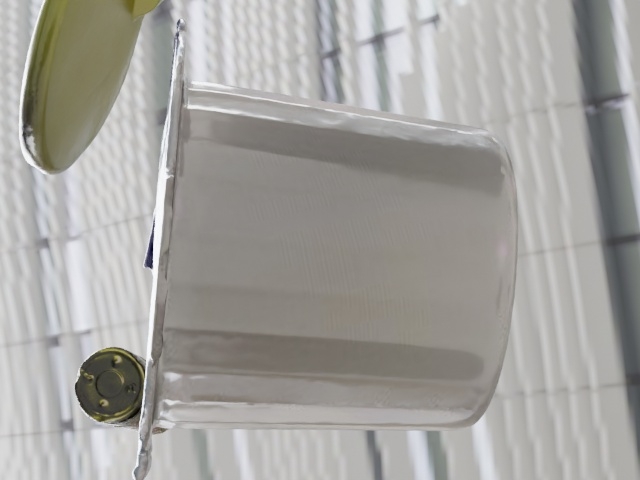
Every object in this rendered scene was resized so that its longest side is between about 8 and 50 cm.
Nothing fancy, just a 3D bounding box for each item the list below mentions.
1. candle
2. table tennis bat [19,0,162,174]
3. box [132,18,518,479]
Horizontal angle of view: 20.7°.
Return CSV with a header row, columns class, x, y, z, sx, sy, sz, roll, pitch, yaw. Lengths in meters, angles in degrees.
class,x,y,z,sx,sy,sz,roll,pitch,yaw
candle,-0.125,0.104,1.187,0.131,0.052,0.052,54,-142,-76
table tennis bat,-0.165,-0.194,1.422,0.054,0.224,0.369,18,-148,7
box,0.000,0.000,1.052,0.206,0.262,0.291,7,-130,-6
